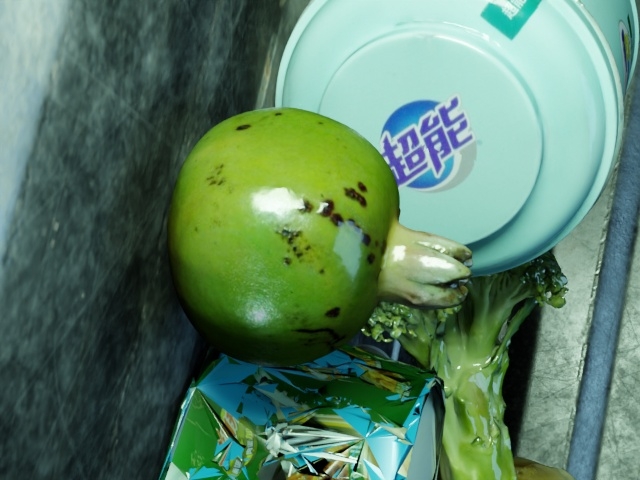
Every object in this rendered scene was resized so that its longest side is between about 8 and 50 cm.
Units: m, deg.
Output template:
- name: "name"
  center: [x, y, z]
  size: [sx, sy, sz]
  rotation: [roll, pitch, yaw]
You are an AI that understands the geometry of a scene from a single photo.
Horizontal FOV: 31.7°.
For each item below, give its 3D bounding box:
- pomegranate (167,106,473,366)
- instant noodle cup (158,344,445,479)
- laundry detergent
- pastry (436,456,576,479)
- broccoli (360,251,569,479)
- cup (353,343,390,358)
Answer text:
- name: "pomegranate"
  center: [0.000, 0.000, 0.758]
  size: [0.180, 0.209, 0.180]
  rotation: [9, 90, -79]
- name: "instant noodle cup"
  center: [-0.003, 0.181, 0.927]
  size: [0.240, 0.178, 0.240]
  rotation: [10, 90, -74]
- name: "laundry detergent"
  center: [0.124, -0.136, 0.989]
  size: [0.305, 0.287, 0.287]
  rotation: [-56, 151, -59]
- name: "pastry"
  center: [0.170, 0.437, 1.347]
  size: [0.245, 0.409, 0.410]
  rotation: [42, 49, -26]
- name: "broccoli"
  center: [0.136, 0.147, 1.096]
  size: [0.252, 0.221, 0.361]
  rotation: [94, -16, -63]
- name: "cup"
  center: [0.043, 0.181, 1.291]
  size: [0.099, 0.074, 0.102]
  rotation: [-50, 142, -63]
